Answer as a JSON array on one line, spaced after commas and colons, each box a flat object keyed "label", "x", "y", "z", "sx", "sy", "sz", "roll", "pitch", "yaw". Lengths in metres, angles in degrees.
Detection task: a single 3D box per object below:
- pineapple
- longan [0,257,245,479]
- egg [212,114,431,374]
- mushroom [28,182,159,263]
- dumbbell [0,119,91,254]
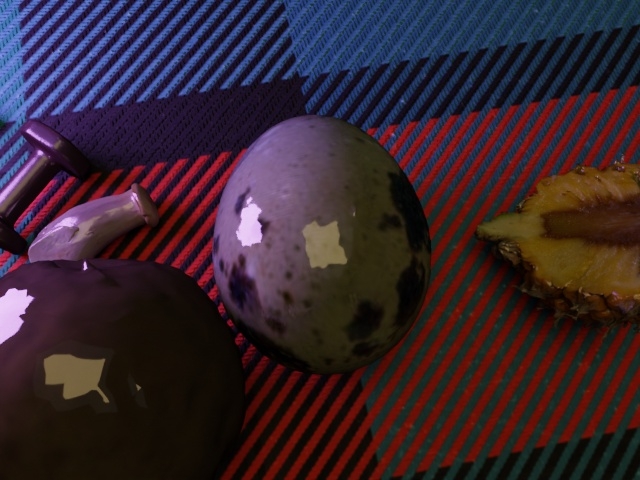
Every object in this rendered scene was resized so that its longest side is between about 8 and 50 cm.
[{"label": "pineapple", "x": 0.429, "y": 0.038, "z": 1.211, "sx": 0.286, "sy": 0.209, "sz": 0.344, "roll": -3, "pitch": 44, "yaw": 25}, {"label": "longan", "x": -0.322, "y": 0.200, "z": 0.994, "sx": 0.435, "sy": 0.404, "sz": 0.404, "roll": 27, "pitch": 73, "yaw": 8}, {"label": "egg", "x": 0.000, "y": 0.000, "z": 1.099, "sx": 0.344, "sy": 0.345, "sz": 0.428, "roll": -5, "pitch": 59, "yaw": -3}, {"label": "mushroom", "x": -0.411, "y": -0.018, "z": 1.224, "sx": 0.246, "sy": 0.096, "sz": 0.108, "roll": -34, "pitch": 50, "yaw": -15}, {"label": "dumbbell", "x": -0.531, "y": -0.095, "z": 1.228, "sx": 0.140, "sy": 0.124, "sz": 0.225, "roll": 31, "pitch": 74, "yaw": 9}]
